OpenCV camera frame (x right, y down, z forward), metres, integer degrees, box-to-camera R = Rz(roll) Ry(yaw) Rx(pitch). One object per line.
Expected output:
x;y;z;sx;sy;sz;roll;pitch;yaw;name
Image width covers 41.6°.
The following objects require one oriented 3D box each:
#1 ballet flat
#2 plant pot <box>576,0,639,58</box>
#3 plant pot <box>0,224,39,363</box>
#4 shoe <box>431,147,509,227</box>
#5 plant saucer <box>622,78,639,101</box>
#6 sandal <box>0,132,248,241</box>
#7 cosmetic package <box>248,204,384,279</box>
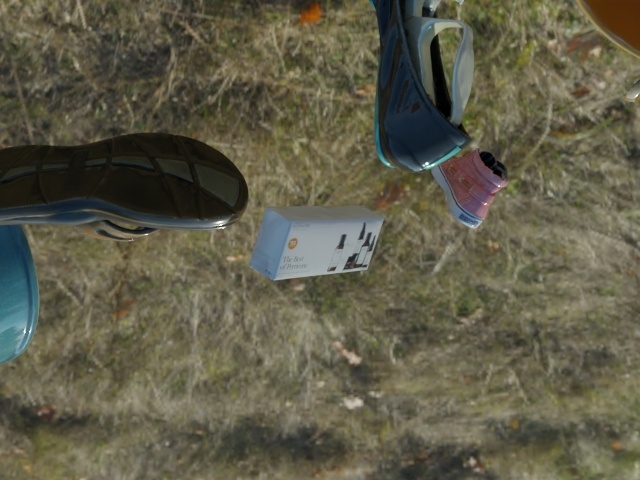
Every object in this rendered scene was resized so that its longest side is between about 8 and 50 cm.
0.092;-0.202;0.769;0.096;0.281;0.095;-11;175;33;ballet flat
0.332;-0.272;0.681;0.205;0.188;0.205;34;162;13;plant pot
-0.449;0.049;0.769;0.271;0.255;0.272;16;120;30;plant pot
0.204;-0.092;1.141;0.063;0.178;0.081;27;115;-17;shoe
0.515;-0.243;1.324;0.083;0.015;0.083;-29;162;-10;plant saucer
-0.160;-0.029;0.631;0.219;0.090;0.060;-4;139;5;sandal
0.000;0.000;1.318;0.239;0.060;0.099;-5;115;-51;cosmetic package
